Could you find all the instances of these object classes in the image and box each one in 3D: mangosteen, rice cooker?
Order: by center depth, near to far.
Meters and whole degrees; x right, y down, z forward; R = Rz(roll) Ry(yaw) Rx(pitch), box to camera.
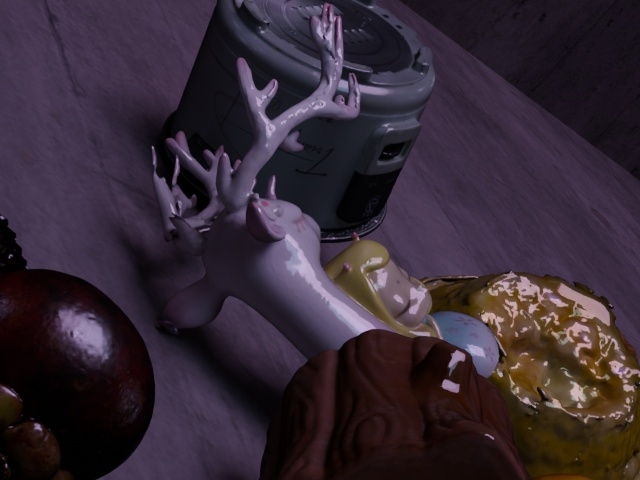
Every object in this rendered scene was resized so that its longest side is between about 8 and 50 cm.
[{"bbox_3d":[-0.160,0.088,0.807,0.140,0.140,0.140,38,18,-15],"label":"mangosteen"},{"bbox_3d":[-0.022,-0.121,1.416,0.241,0.227,0.280,40,34,24],"label":"rice cooker"}]

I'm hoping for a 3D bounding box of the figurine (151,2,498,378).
[{"bbox_3d":[-0.011,0.008,1.179,0.315,0.206,0.284,47,33,-23],"label":"figurine"}]

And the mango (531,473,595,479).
[{"bbox_3d":[0.218,0.268,1.223,0.165,0.115,0.089,58,-13,-25],"label":"mango"}]

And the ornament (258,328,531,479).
[{"bbox_3d":[0.049,0.170,0.921,0.235,0.221,0.217,13,18,-5],"label":"ornament"}]

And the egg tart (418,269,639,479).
[{"bbox_3d":[0.202,0.130,1.345,0.315,0.120,0.315,18,42,-17],"label":"egg tart"}]

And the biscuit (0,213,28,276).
[{"bbox_3d":[-0.265,-0.008,0.888,0.194,0.053,0.194,38,18,-15],"label":"biscuit"}]

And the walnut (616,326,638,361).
[{"bbox_3d":[0.264,0.142,1.555,0.155,0.155,0.184,47,19,13],"label":"walnut"}]
